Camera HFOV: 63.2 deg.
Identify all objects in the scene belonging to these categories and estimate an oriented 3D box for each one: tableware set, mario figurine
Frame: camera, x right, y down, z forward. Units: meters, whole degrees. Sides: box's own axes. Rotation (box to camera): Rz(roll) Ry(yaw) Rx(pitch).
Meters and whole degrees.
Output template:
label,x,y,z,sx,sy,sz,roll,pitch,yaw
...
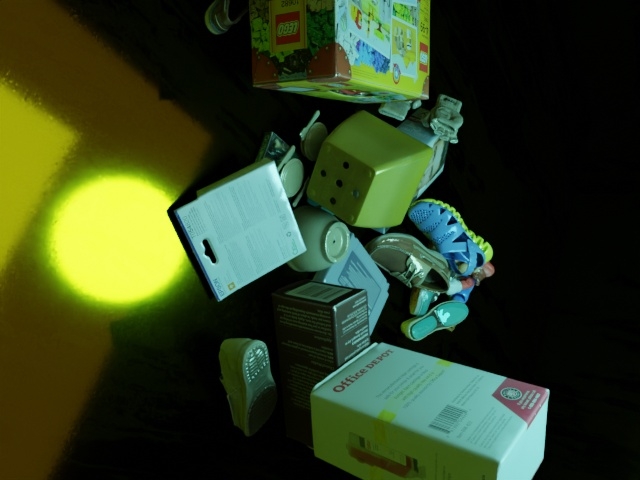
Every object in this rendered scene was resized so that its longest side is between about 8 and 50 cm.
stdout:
label,x,y,z,sx,sy,sz,roll,pitch,yaw
tableware set,-0.047,-0.184,1.163,0.194,0.039,0.128,-58,147,-21
mario figurine,0.483,0.152,1.864,0.170,0.198,0.321,36,75,-16

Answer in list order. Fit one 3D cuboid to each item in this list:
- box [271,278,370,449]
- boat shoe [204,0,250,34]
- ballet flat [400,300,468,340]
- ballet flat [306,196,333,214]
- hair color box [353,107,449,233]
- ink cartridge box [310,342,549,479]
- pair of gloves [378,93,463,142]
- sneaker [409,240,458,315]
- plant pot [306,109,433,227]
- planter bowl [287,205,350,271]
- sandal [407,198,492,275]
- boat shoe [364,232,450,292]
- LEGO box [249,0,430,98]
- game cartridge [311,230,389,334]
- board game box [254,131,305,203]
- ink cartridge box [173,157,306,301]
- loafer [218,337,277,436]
label,x,y,z,sx,sy,sz,roll,pitch,yaw
box,0.013,0.297,1.228,0.143,0.191,0.382,-18,110,-49
boat shoe,-0.153,-0.474,1.004,0.066,0.066,0.183,40,65,-47
ballet flat,0.370,0.259,1.710,0.248,0.086,0.086,-16,109,-24
ballet flat,0.000,-0.098,1.283,0.114,0.041,0.041,29,72,-50
hair color box,0.231,-0.203,1.449,0.374,0.113,0.185,-44,149,-39
ink cartridge box,0.211,0.363,1.031,0.279,0.384,0.161,-20,113,-49
pair of gloves,0.277,-0.363,1.443,0.204,0.240,0.042,-75,-176,-47
sneaker,0.386,0.120,1.702,0.108,0.121,0.302,120,-6,-68
plant pot,0.092,-0.147,1.180,0.187,0.212,0.212,-28,145,-51
planter bowl,0.000,0.000,1.234,0.162,0.109,0.162,-10,103,-50
sandal,0.402,-0.005,1.637,0.317,0.126,0.138,38,55,-4
boat shoe,0.267,0.072,1.507,0.324,0.123,0.116,18,40,-32
LEGO box,0.067,-0.504,1.118,0.500,0.193,0.373,-18,109,-58
game cartridge,0.085,0.128,1.406,0.294,0.060,0.196,52,53,-41
board game box,-0.105,-0.127,1.149,0.126,0.026,0.186,34,69,-49
ink cartridge box,-0.159,-0.023,1.058,0.224,0.045,0.223,-30,120,-21
loafer,-0.157,0.302,1.102,0.102,0.092,0.269,-32,135,-43
